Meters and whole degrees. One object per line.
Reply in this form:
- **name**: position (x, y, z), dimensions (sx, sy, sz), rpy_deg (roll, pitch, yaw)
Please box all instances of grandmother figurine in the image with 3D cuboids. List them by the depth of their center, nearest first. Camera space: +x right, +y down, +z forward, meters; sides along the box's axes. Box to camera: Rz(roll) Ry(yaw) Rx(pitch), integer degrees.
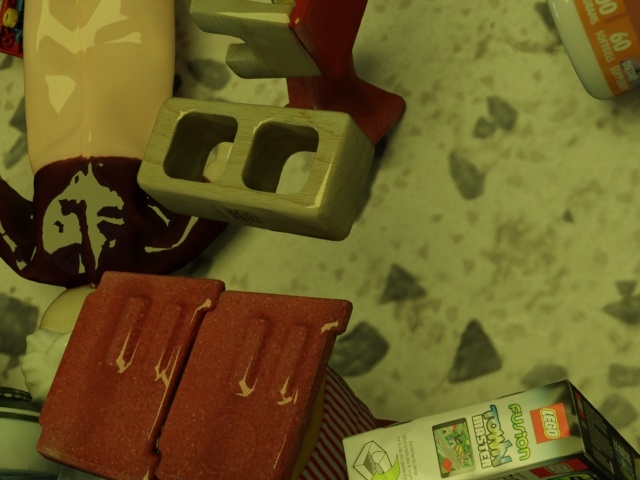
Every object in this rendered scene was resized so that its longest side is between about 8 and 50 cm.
- **grandmother figurine**: position (-0.143, -0.042, 1.014), dimensions (0.207, 0.104, 0.342), rpy_deg (-4, 73, 15)

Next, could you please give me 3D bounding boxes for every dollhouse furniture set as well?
- **dollhouse furniture set**: position (0.000, 0.000, 0.885), dimensions (0.152, 0.201, 0.374), rpy_deg (9, 69, 26)

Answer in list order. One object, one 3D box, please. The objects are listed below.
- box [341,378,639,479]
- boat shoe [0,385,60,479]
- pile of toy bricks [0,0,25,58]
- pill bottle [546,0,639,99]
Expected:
- **box**: position (0.101, 0.125, 0.782), dimensions (0.114, 0.207, 0.036), rpy_deg (-17, 66, 17)
- **boat shoe**: position (-0.296, 0.087, 0.994), dimensions (0.335, 0.121, 0.119), rpy_deg (4, 76, 35)
- **pile of toy bricks**: position (-0.242, -0.246, 1.135), dimensions (0.105, 0.118, 0.212), rpy_deg (4, 81, 58)
- **pill bottle**: position (0.238, -0.173, 0.880), dimensions (0.216, 0.121, 0.121), rpy_deg (-21, 65, 16)
